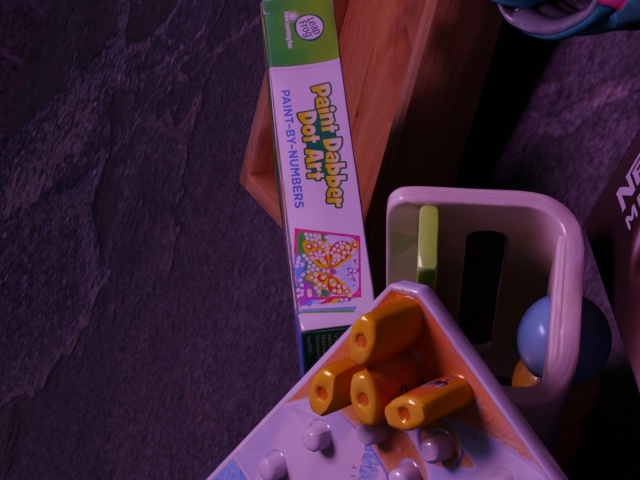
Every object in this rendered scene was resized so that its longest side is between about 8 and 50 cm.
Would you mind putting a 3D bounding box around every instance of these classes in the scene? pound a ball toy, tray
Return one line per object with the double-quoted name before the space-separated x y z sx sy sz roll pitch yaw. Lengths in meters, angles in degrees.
"pound a ball toy" 0.097 0.130 1.121 0.319 0.135 0.208 85 -169 -65
"tray" 0.054 -0.179 1.440 0.203 0.076 0.411 47 130 47

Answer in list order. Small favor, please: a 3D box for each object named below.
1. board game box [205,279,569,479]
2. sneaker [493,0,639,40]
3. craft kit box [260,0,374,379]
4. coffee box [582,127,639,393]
"board game box" 0.041 0.283 0.991 0.390 0.050 0.390 55 131 16
"sneaker" 0.177 -0.210 1.231 0.295 0.178 0.124 -120 33 -62
"craft kit box" 0.000 0.000 1.283 0.250 0.061 0.247 87 173 -64
"coffee box" 0.243 0.027 0.927 0.297 0.118 0.168 -97 28 -56
